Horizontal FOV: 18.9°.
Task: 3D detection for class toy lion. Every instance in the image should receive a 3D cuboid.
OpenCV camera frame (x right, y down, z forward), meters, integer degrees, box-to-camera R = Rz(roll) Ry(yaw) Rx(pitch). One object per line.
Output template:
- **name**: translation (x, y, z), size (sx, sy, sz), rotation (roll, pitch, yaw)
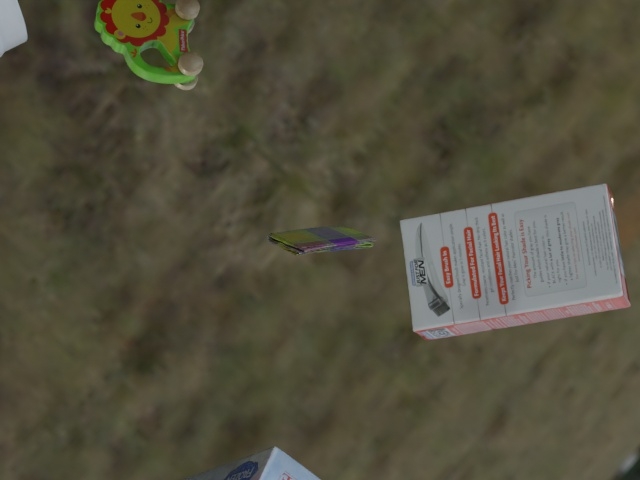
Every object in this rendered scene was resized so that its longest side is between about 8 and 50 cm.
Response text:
- **toy lion**: translation (-0.159, -0.190, 1.766), size (0.096, 0.100, 0.034), rotation (3, 151, -16)

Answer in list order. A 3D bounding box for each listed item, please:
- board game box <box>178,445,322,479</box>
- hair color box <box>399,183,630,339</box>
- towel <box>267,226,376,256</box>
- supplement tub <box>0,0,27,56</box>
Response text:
- **board game box**: translation (-0.024, 0.368, 2.141), size (0.318, 0.318, 0.066), rotation (-28, -151, 54)
- **hair color box**: translation (0.152, 0.018, 1.509), size (0.167, 0.093, 0.053), rotation (-10, 165, 13)
- **towel**: translation (0.000, 0.000, 1.706), size (0.083, 0.060, 0.009), rotation (-7, 107, -32)
- **supplement tub**: translation (-0.266, -0.116, 0.981), size (0.199, 0.144, 0.144), rotation (-26, 164, -11)
